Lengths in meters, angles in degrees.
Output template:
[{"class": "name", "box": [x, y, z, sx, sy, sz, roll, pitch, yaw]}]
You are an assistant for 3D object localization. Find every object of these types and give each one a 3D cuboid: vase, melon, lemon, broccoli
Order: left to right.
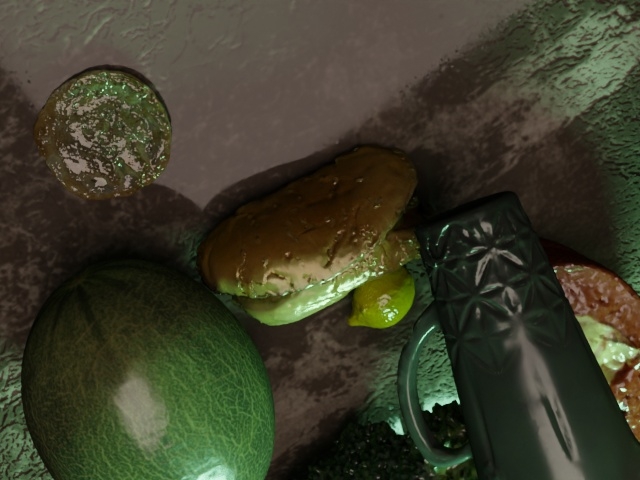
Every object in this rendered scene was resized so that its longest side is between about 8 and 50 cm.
[{"class": "melon", "box": [-0.173, 0.160, 0.903, 0.237, 0.237, 0.302, -22, 116, 0]}, {"class": "lemon", "box": [0.067, 0.065, 0.997, 0.092, 0.065, 0.065, -43, 112, 3]}, {"class": "broccoli", "box": [0.105, 0.423, 1.059, 0.353, 0.275, 0.397, -14, 124, 28]}, {"class": "vase", "box": [0.178, 0.112, 0.858, 0.251, 0.156, 0.301, -18, 94, 29]}]

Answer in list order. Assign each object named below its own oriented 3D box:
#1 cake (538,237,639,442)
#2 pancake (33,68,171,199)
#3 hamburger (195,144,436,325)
[{"class": "cake", "box": [0.279, 0.117, 1.005, 0.177, 0.151, 0.283, -41, 103, 0]}, {"class": "pancake", "box": [-0.218, -0.106, 0.904, 0.139, 0.022, 0.140, -3, 111, -9]}, {"class": "hamburger", "box": [0.000, 0.000, 0.926, 0.262, 0.131, 0.124, -28, 113, -3]}]
